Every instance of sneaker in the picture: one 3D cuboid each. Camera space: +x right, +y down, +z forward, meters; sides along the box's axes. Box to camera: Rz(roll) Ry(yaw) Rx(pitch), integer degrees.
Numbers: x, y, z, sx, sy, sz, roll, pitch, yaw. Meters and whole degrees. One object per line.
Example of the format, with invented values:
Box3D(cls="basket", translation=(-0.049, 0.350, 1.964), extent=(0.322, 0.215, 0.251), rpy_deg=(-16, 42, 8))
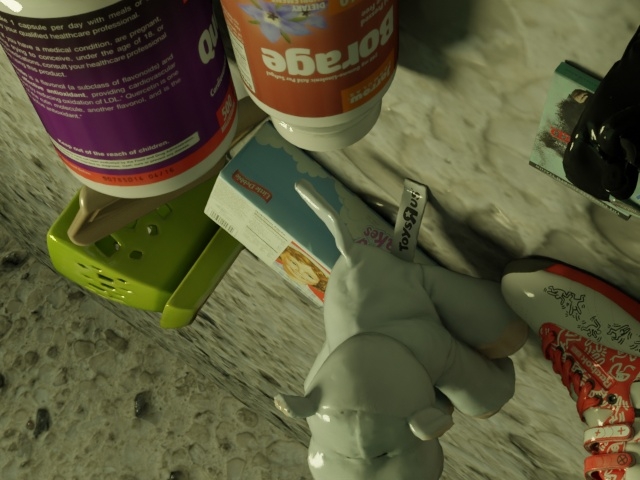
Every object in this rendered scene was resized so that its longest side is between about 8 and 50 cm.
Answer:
Box3D(cls="sneaker", translation=(0.243, 0.129, 0.786), extent=(0.270, 0.145, 0.090), rpy_deg=(31, 160, 25))

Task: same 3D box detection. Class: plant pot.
Box3D(cls="plant pot", translation=(-0.214, -0.010, 1.241), extent=(0.207, 0.227, 0.228), rpy_deg=(35, 162, -3))

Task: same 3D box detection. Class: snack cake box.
Box3D(cls="snack cake box", translation=(0.000, 0.000, 1.048), extent=(0.264, 0.089, 0.152), rpy_deg=(40, 160, -2))

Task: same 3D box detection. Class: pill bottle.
Box3D(cls="pill bottle", translation=(-0.005, -0.156, 0.636), extent=(0.121, 0.121, 0.216), rpy_deg=(33, 161, 19))
Box3D(cls="pill bottle", translation=(-0.182, -0.194, 0.772), extent=(0.181, 0.181, 0.323), rpy_deg=(31, 155, 25))

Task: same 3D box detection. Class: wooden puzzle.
Box3D(cls="wooden puzzle", translation=(-0.181, -0.078, 1.023), extent=(0.044, 0.221, 0.238), rpy_deg=(58, 160, 1))

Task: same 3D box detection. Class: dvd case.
Box3D(cls="dvd case", translation=(0.192, -0.066, 0.637), extent=(0.087, 0.013, 0.119), rpy_deg=(34, 162, 17))

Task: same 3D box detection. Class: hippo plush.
Box3D(cls="hippo plush", translation=(0.086, 0.123, 0.848), extent=(0.234, 0.236, 0.294), rpy_deg=(1, 118, 5))

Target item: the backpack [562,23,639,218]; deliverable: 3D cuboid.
Box3D(cls="backpack", translation=(0.228, -0.046, 0.441), extent=(0.182, 0.152, 0.115), rpy_deg=(31, 176, 15))
